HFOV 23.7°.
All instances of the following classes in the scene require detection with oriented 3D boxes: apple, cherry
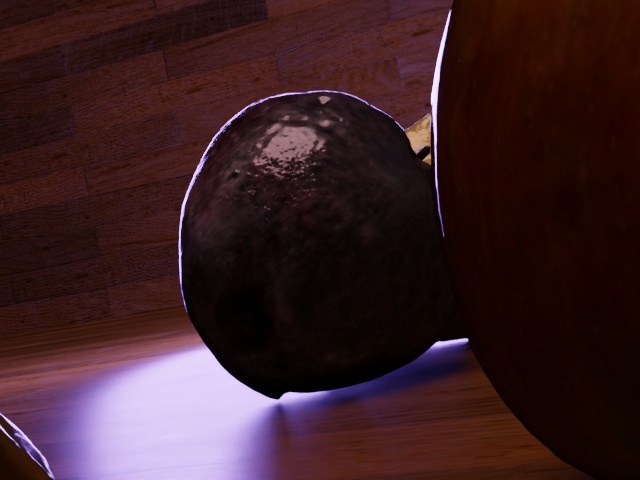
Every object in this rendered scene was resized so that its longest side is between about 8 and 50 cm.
[{"bbox_3d":[0.169,-0.057,0.471,0.277,0.250,0.309,-10,3,9],"label":"apple"},{"bbox_3d":[-0.005,0.004,0.956,0.195,0.195,0.195,-10,0,0],"label":"cherry"}]

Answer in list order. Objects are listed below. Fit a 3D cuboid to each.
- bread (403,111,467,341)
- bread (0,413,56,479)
[{"bbox_3d":[0.125,0.007,1.089,0.264,0.168,0.163,-35,43,-13],"label":"bread"},{"bbox_3d":[-0.165,0.036,0.432,0.088,0.232,0.128,-53,13,2],"label":"bread"}]
